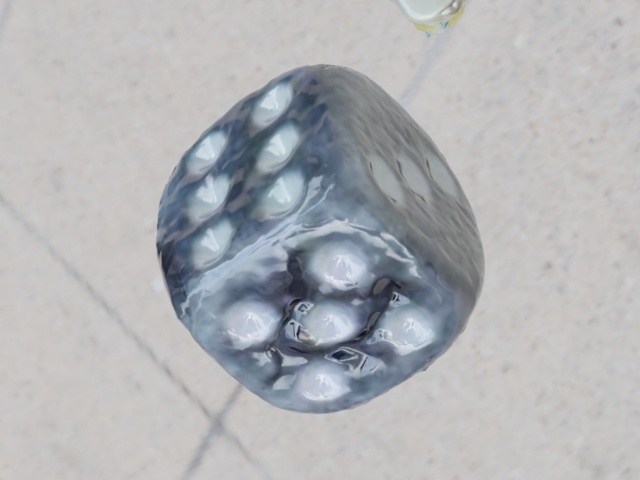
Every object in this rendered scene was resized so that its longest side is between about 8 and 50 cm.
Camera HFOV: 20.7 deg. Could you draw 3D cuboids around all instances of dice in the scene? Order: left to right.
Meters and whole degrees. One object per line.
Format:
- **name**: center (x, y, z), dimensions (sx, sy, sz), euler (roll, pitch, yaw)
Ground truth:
- **dice**: center (0.000, 0.000, 1.257), dimensions (0.181, 0.182, 0.183), euler (-34, 125, 20)

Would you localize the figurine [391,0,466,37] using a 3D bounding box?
- **figurine**: center (0.036, -0.118, 0.747), dimensions (0.047, 0.050, 0.083), euler (-42, 68, 8)
